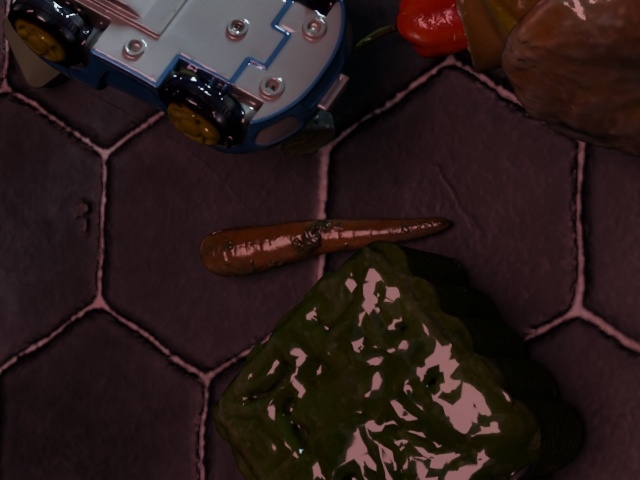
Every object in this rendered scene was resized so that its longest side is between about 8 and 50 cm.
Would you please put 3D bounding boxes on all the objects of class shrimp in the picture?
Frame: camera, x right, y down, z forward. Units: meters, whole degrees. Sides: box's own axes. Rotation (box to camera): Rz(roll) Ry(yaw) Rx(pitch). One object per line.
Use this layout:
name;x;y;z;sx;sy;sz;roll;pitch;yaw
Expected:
shrimp;0.361;-0.132;1.378;0.446;0.221;0.110;5;58;8

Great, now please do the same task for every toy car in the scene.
toy car;-0.119;-0.183;1.603;0.314;0.166;0.198;28;69;13

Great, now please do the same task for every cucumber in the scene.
cucumber;-0.033;-0.134;1.673;0.064;0.064;0.112;-36;67;21

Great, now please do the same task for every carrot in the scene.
carrot;0.000;0.000;1.661;0.254;0.049;0.049;-8;83;23

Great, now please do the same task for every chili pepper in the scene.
chili pepper;0.149;-0.206;1.579;0.272;0.063;0.071;-13;56;24

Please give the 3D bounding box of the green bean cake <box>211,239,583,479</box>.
green bean cake;0.061;0.157;1.551;0.250;0.156;0.247;-44;67;19

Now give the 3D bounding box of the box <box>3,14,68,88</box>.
box;-0.254;-0.216;1.812;0.126;0.031;0.091;-35;71;21

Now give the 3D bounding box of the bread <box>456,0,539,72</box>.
bread;0.170;-0.275;1.484;0.156;0.158;0.260;-14;60;6
